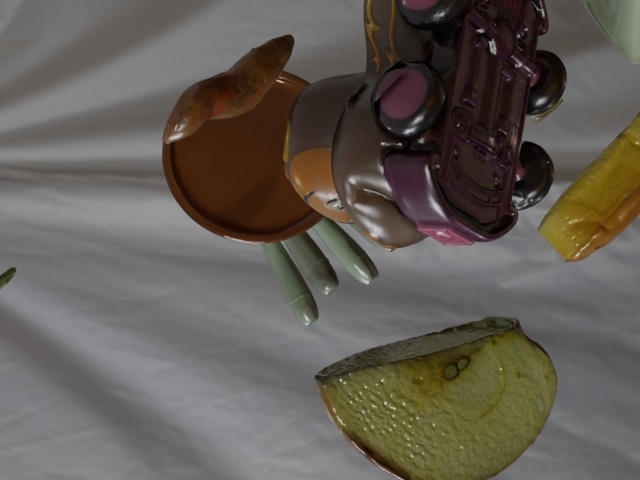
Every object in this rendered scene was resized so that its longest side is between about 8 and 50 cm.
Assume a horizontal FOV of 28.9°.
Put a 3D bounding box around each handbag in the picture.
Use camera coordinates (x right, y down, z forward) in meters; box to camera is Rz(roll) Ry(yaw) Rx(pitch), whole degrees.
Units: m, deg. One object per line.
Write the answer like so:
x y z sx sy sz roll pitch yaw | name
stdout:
0.365 -0.383 1.558 0.315 0.109 0.241 53 -172 -45 | handbag

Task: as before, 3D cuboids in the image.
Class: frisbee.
-0.085 -0.114 1.652 0.021 0.251 0.250 106 167 -72 | frisbee

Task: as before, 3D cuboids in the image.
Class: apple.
0.157 0.217 1.758 0.254 0.346 0.179 -124 29 -44 | apple

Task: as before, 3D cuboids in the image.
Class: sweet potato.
-0.098 -0.171 1.406 0.202 0.058 0.055 -39 -6 -29 | sweet potato

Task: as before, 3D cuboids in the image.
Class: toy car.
0.104 -0.156 1.355 0.240 0.271 0.340 3 74 38 | toy car

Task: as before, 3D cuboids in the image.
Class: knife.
-0.391 0.087 1.328 0.207 0.014 0.030 -50 -3 -44 | knife

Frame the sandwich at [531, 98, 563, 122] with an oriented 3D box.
0.386 -0.229 2.182 0.031 0.044 0.083 55 144 6 | sandwich

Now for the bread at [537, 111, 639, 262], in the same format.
0.406 -0.073 1.697 0.245 0.094 0.102 -48 -11 4 | bread

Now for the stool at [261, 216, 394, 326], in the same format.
0.000 0.000 2.090 0.198 0.195 0.195 49 153 12 | stool
